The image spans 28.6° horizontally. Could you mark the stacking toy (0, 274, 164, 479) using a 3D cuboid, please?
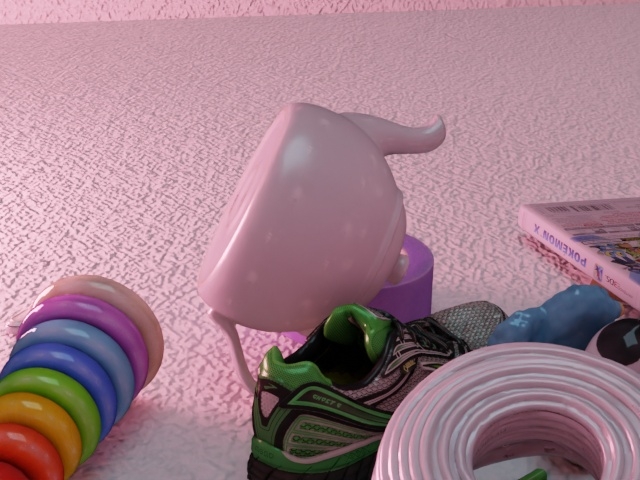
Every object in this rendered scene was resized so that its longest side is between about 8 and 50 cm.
[{"bbox_3d":[-0.254,0.166,1.121,0.141,0.141,0.330,6,29,11],"label":"stacking toy"}]

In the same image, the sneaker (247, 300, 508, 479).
[{"bbox_3d":[0.076,0.123,1.198,0.134,0.146,0.344,20,29,38],"label":"sneaker"}]

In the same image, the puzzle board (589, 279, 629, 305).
[{"bbox_3d":[0.385,0.054,1.551,0.096,0.011,0.128,8,23,19],"label":"puzzle board"}]

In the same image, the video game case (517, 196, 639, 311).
[{"bbox_3d":[0.467,0.008,1.610,0.329,0.036,0.300,-4,22,-20],"label":"video game case"}]

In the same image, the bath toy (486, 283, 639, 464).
[{"bbox_3d":[0.294,0.173,1.108,0.129,0.151,0.348,10,22,-36],"label":"bath toy"}]

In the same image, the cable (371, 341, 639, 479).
[{"bbox_3d":[0.163,0.189,0.970,0.257,0.089,0.257,-34,47,-27],"label":"cable"}]

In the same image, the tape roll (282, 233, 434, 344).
[{"bbox_3d":[0.036,0.052,1.449,0.189,0.080,0.189,1,24,0],"label":"tape roll"}]

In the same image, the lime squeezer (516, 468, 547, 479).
[{"bbox_3d":[0.066,0.240,1.060,0.311,0.058,0.110,-6,-6,-13],"label":"lime squeezer"}]

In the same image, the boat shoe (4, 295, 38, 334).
[{"bbox_3d":[-0.315,0.077,1.426,0.035,0.035,0.100,22,30,40],"label":"boat shoe"}]

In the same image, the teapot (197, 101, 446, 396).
[{"bbox_3d":[0.000,0.000,1.274,0.187,0.256,0.252,27,37,-10],"label":"teapot"}]
